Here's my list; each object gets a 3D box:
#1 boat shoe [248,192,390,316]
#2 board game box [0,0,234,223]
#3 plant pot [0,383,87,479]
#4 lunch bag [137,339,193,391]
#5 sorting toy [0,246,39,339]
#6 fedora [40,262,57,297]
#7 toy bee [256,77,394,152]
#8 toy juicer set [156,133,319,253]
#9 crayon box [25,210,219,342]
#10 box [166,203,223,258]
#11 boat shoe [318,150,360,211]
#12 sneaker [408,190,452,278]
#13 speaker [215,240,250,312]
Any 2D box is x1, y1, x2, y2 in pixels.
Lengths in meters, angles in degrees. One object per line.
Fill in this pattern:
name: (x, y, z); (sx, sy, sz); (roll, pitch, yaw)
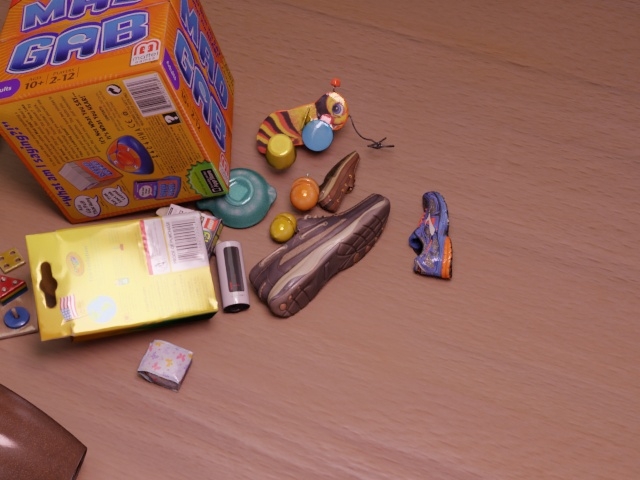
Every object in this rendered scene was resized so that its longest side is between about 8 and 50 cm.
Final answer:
boat shoe: (0.000, 0.000, 1.645); (0.130, 0.132, 0.355); (38, 58, 22)
board game box: (-0.403, -0.304, 1.652); (0.356, 0.356, 0.356); (-10, 52, 10)
plant pot: (-0.506, 0.346, 1.310); (0.230, 0.215, 0.215); (23, 53, -6)
lunch bag: (-0.285, 0.228, 1.496); (0.083, 0.053, 0.071); (22, 55, 0)
sorting toy: (-0.618, 0.116, 1.561); (0.132, 0.046, 0.274); (-11, 53, -12)
fedora: (-0.449, 0.062, 1.594); (0.194, 0.079, 0.194); (1, 53, -1)
toy bee: (0.001, -0.283, 1.845); (0.298, 0.162, 0.195); (-6, 8, -19)
toy juicer set: (-0.152, -0.063, 1.723); (0.329, 0.089, 0.209); (-34, 79, -9)
crayon box: (-0.365, 0.067, 1.501); (0.318, 0.081, 0.202); (-8, 77, -20)
box: (-0.283, 0.037, 1.619); (0.114, 0.036, 0.207); (17, 69, 8)
boat shoe: (0.045, -0.130, 1.800); (0.060, 0.064, 0.178); (44, 50, -13)
sneaker: (0.228, -0.018, 1.711); (0.087, 0.083, 0.221); (-2, 49, 4)
speaker: (-0.174, 0.072, 1.605); (0.055, 0.055, 0.136); (-6, 67, -9)
